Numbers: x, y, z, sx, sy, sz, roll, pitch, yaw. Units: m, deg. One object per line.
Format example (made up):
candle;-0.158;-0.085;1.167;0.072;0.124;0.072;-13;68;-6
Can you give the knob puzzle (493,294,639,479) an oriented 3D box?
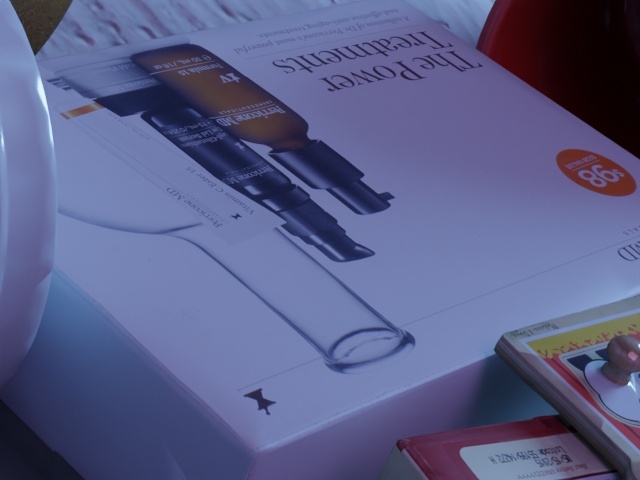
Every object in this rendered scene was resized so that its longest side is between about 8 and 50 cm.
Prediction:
knob puzzle;0.197;0.083;0.772;0.213;0.030;0.213;19;29;-11

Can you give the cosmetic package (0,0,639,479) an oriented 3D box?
cosmetic package;0.000;0.000;0.894;0.377;0.097;0.284;-18;48;-43

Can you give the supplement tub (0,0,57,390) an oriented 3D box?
supplement tub;-0.292;-0.014;0.655;0.331;0.241;0.241;-6;62;-39

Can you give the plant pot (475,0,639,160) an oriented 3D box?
plant pot;0.262;-0.119;1.147;0.275;0.275;0.243;45;33;1

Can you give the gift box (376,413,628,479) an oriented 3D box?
gift box;0.118;0.227;0.771;0.255;0.258;0.276;2;35;-36

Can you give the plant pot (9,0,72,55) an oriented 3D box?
plant pot;-0.246;-0.184;0.857;0.254;0.237;0.237;30;43;-35
